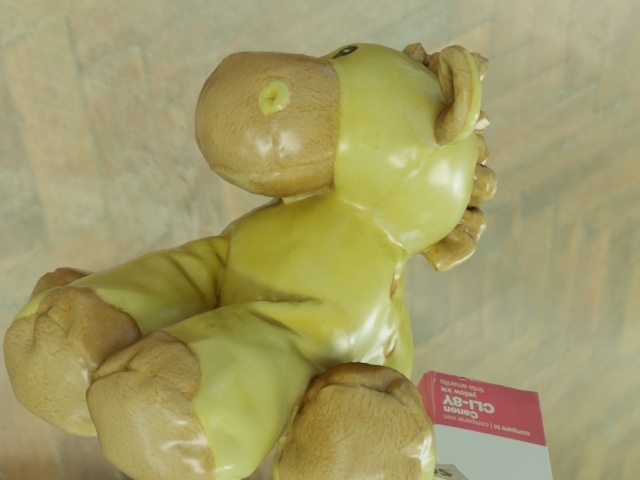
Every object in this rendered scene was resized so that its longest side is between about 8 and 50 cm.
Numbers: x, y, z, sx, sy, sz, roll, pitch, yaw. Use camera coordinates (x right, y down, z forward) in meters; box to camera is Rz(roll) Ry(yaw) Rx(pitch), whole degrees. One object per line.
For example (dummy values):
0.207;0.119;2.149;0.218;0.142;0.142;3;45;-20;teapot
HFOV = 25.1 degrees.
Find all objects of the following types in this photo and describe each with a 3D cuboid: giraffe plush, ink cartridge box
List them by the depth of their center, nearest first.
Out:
0.000;0.000;0.550;0.210;0.181;0.170;13;96;-41;giraffe plush
0.160;0.394;1.713;0.160;0.384;0.279;14;130;-14;ink cartridge box
